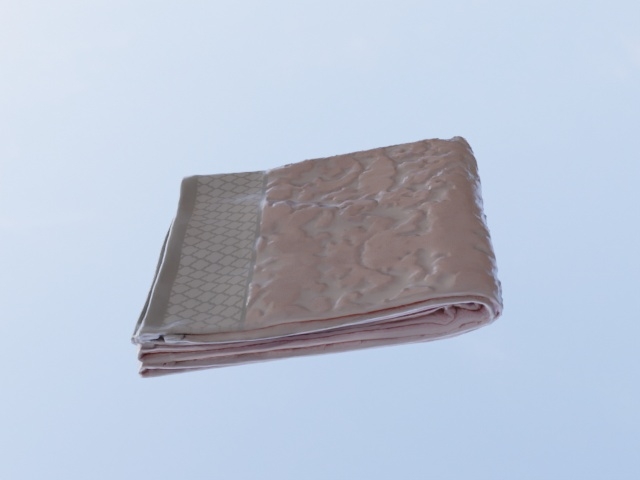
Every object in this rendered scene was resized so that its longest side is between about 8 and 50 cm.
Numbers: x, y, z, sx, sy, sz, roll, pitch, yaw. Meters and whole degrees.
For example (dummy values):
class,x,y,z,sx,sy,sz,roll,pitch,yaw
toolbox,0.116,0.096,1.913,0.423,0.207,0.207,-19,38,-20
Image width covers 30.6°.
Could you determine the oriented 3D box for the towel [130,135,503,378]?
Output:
class,x,y,z,sx,sy,sz,roll,pitch,yaw
towel,0.000,0.000,1.101,0.317,0.053,0.332,-8,-152,7
